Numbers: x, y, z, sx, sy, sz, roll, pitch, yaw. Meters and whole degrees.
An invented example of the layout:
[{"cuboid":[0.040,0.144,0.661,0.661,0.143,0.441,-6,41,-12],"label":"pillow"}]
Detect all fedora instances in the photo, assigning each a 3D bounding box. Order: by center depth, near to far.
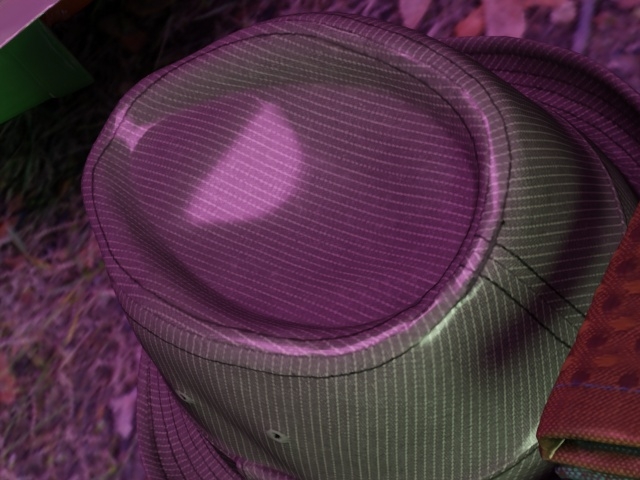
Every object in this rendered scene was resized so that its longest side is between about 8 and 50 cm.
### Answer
[{"cuboid":[0.000,0.000,0.523,0.275,0.124,0.243,27,80,44],"label":"fedora"}]

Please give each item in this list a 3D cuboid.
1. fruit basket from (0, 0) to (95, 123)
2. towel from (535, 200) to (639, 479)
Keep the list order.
[{"cuboid":[-0.149,-0.211,0.773,0.353,0.165,0.327,-38,41,-7],"label":"fruit basket"},{"cuboid":[0.263,-0.025,0.355,0.370,0.040,0.271,1,46,39],"label":"towel"}]
